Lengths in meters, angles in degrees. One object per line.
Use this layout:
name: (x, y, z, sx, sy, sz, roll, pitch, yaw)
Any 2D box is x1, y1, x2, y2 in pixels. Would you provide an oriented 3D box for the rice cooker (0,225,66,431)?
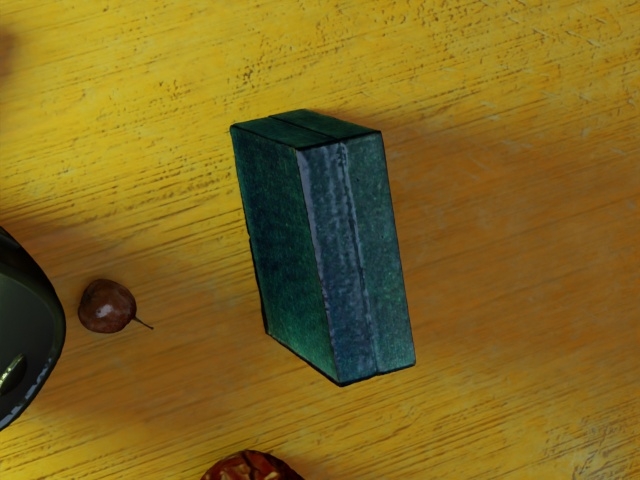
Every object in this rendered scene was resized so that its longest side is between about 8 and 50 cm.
rice cooker: (-0.426, 0.077, 1.638, 0.267, 0.224, 0.267, -17, 122, -28)

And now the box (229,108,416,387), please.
box: (0.000, 0.000, 1.769, 0.116, 0.261, 0.279, -13, 105, -19)

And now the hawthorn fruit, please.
hawthorn fruit: (-0.241, 0.088, 1.809, 0.103, 0.067, 0.066, 24, 92, -24)

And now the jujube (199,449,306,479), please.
jujube: (-0.060, 0.353, 1.843, 0.155, 0.230, 0.155, -13, 113, -33)
